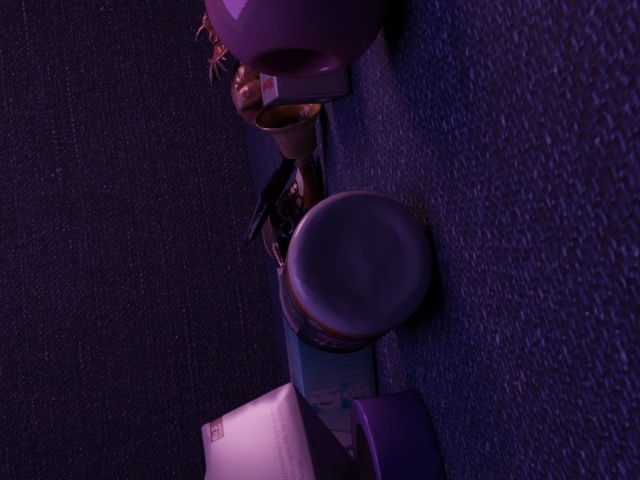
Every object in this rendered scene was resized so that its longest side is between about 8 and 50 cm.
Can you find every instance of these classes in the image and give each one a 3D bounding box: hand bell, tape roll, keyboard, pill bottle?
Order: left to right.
[{"bbox_3d":[-0.084,-0.124,1.639,0.317,0.033,0.202,-71,2,-65],"label":"keyboard"},{"bbox_3d":[-0.026,-0.135,1.489,0.126,0.126,0.242,-111,2,-57],"label":"hand bell"},{"bbox_3d":[0.031,0.053,0.978,0.278,0.162,0.162,111,150,-74],"label":"pill bottle"},{"bbox_3d":[0.098,0.294,1.034,0.189,0.080,0.189,172,90,-82],"label":"tape roll"}]

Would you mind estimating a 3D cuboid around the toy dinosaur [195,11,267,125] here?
[{"bbox_3d":[-0.146,-0.330,1.666,0.127,0.200,0.296,106,154,-70],"label":"toy dinosaur"}]

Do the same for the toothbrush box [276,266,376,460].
[{"bbox_3d":[0.013,0.206,1.370,0.216,0.126,0.296,-122,24,-70],"label":"toothbrush box"}]

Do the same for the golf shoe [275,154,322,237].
[{"bbox_3d":[-0.045,-0.084,1.590,0.077,0.093,0.198,-110,16,-60],"label":"golf shoe"}]

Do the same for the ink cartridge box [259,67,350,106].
[{"bbox_3d":[-0.040,-0.348,1.223,0.197,0.114,0.273,-152,54,-79],"label":"ink cartridge box"}]

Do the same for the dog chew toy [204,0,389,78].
[{"bbox_3d":[-0.028,-0.358,0.890,0.206,0.206,0.332,137,132,-80],"label":"dog chew toy"}]

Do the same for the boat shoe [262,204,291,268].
[{"bbox_3d":[-0.040,0.038,1.666,0.095,0.112,0.335,111,148,-48],"label":"boat shoe"}]

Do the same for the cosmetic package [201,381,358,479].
[{"bbox_3d":[-0.004,0.406,1.111,0.385,0.156,0.217,60,-173,-39],"label":"cosmetic package"}]
